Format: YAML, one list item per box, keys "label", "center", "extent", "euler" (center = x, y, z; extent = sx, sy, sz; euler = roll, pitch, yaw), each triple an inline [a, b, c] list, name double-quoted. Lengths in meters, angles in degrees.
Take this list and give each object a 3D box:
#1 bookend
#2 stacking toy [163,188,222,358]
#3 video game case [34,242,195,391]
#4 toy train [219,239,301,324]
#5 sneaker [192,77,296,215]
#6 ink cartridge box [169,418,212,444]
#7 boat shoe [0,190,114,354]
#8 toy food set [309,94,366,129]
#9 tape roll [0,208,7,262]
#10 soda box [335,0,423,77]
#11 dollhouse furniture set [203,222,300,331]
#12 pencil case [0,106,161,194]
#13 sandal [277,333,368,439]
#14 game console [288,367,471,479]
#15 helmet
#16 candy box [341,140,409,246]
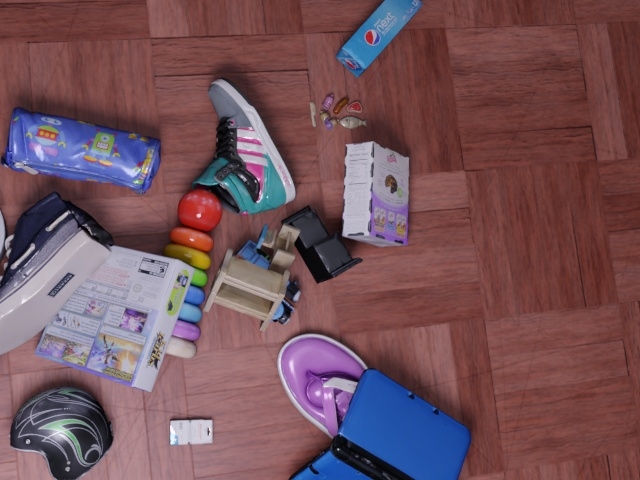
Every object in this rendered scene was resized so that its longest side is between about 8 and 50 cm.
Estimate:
- label: "bookend"
  center: [0.000, 0.000, 1.872]
  extent: [0.072, 0.156, 0.157]
  euler: [-30, 90, -14]
- label: "stacking toy"
  center: [-0.268, 0.059, 1.801]
  extent: [0.141, 0.141, 0.330]
  euler: [18, 82, -10]
- label: "video game case"
  center: [-0.392, 0.136, 1.729]
  extent: [0.269, 0.061, 0.244]
  euler: [11, 75, 33]
- label: "toy train"
  center: [-0.120, 0.089, 1.874]
  extent: [0.184, 0.080, 0.105]
  euler: [41, 70, -5]
- label: "sneaker"
  center: [-0.195, -0.174, 1.872]
  extent: [0.178, 0.124, 0.295]
  euler: [-31, 92, -25]
- label: "ink cartridge box"
  center: [-0.259, 0.383, 1.826]
  extent: [0.083, 0.028, 0.048]
  euler: [1, 83, -13]
- label: "boat shoe"
  center: [-0.559, 0.061, 1.741]
  extent: [0.340, 0.127, 0.158]
  euler: [-43, 63, -2]
- label: "toy food set"
  center: [0.040, -0.281, 1.989]
  extent: [0.122, 0.019, 0.078]
  euler: [-6, 84, -14]
- label: "tape roll"
  center: [-0.716, -0.012, 1.748]
  extent: [0.219, 0.072, 0.219]
  euler: [2, 83, -13]
- label: "soda box"
  center: [0.129, -0.463, 2.009]
  extent: [0.071, 0.067, 0.210]
  euler: [41, 75, -5]
- label: "dollhouse furniture set"
  center: [-0.134, 0.058, 1.787]
  extent: [0.129, 0.129, 0.183]
  euler: [21, 43, -9]
- label: "pencil case"
  center: [-0.471, -0.172, 1.800]
  extent: [0.306, 0.119, 0.133]
  euler: [11, 56, -11]
- label: "sandal"
  center: [0.079, 0.358, 1.869]
  extent: [0.169, 0.102, 0.416]
  euler: [-40, 95, -15]
- label: "game console"
  center: [0.121, 0.441, 1.830]
  extent: [0.293, 0.250, 0.173]
  euler: [35, 33, -18]
- label: "helmet"
  center: [-0.488, 0.354, 1.708]
  extent: [0.169, 0.169, 0.161]
  euler: [-38, 108, -15]
- label: "candy box"
  center: [0.118, -0.094, 1.911]
  extent: [0.165, 0.070, 0.196]
  euler: [14, 75, -56]
